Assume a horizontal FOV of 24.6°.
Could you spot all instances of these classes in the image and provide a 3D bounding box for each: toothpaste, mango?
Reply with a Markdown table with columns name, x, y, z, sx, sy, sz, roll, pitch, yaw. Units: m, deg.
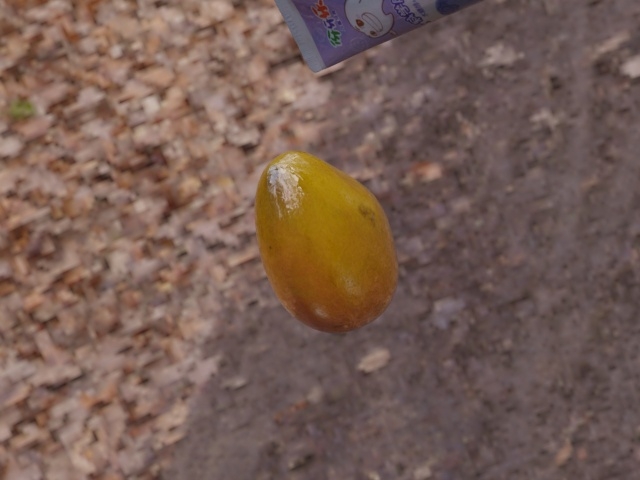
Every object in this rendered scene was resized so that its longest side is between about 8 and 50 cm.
| name | x | y | z | sx | sy | sz | roll | pitch | yaw |
| --- | --- | --- | --- | --- | --- | --- | --- | --- | --- |
| toothpaste | 0.101 | -0.314 | 1.887 | 0.371 | 0.125 | 0.080 | -12 | 24 | 42 |
| mango | 0.000 | 0.000 | 1.369 | 0.112 | 0.219 | 0.144 | -2 | 56 | 28 |
